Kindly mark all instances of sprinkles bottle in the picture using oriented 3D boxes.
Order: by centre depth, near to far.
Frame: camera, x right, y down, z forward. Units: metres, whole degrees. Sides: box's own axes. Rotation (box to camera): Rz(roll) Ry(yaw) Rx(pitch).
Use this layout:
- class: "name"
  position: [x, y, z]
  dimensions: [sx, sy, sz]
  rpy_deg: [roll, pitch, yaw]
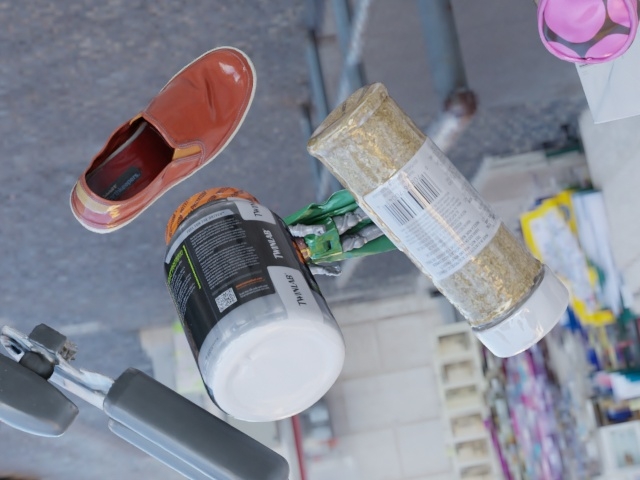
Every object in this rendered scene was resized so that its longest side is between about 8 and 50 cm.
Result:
- class: "sprinkles bottle"
  position: [0.142, -0.024, 1.579]
  dimensions: [0.121, 0.355, 0.121]
  rpy_deg: [-41, -168, 10]

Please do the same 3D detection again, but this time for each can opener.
- class: "can opener"
  position: [-0.157, 0.151, 1.085]
  dimensions: [0.280, 0.093, 0.074]
  rpy_deg: [25, 156, 11]

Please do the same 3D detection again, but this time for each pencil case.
- class: "pencil case"
  position: [0.245, -0.247, 1.108]
  dimensions: [0.095, 0.209, 0.098]
  rpy_deg: [17, 146, 11]

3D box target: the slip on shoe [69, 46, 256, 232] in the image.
- class: "slip on shoe"
  position: [-0.206, -0.143, 1.796]
  dimensions: [0.331, 0.123, 0.101]
  rpy_deg: [-45, 175, -19]

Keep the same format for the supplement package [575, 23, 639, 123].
- class: "supplement package"
  position: [0.451, -0.285, 1.765]
  dimensions: [0.203, 0.194, 0.149]
  rpy_deg: [-23, -172, -31]

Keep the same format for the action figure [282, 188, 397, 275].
- class: "action figure"
  position: [0.000, 0.000, 1.710]
  dimensions: [0.232, 0.063, 0.137]
  rpy_deg: [-19, 127, -2]

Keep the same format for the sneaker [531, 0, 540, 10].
- class: "sneaker"
  position: [0.244, -0.256, 1.266]
  dimensions: [0.066, 0.071, 0.188]
  rpy_deg: [-7, -160, 39]

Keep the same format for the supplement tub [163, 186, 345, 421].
- class: "supplement tub"
  position: [-0.061, 0.046, 1.092]
  dimensions: [0.117, 0.190, 0.117]
  rpy_deg: [-12, 132, -14]
